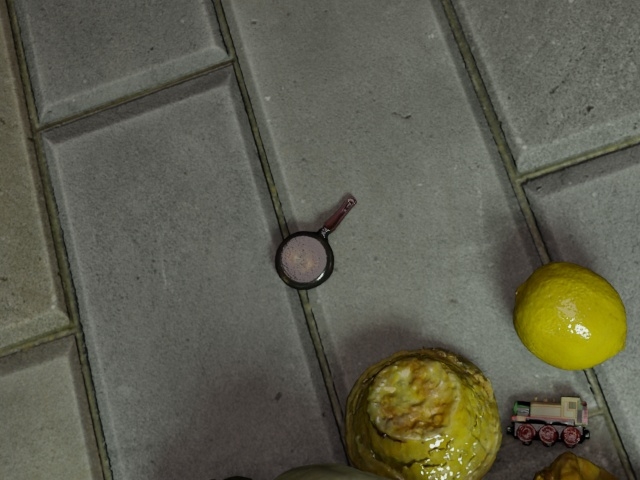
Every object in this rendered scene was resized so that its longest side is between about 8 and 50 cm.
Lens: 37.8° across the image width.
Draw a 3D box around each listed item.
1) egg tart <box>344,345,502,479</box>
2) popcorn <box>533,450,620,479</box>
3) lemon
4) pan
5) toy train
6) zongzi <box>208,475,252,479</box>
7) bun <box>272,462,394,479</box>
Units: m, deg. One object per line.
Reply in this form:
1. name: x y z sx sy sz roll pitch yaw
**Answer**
1. egg tart: 0.163 0.291 1.564 0.294 0.123 0.294 -9 50 11
2. popcorn: 0.419 0.467 1.445 0.297 0.281 0.316 -21 110 -2
3. lemon: 0.422 0.129 1.576 0.203 0.178 0.178 30 81 7
4. pan: 0.000 -0.001 1.768 0.115 0.040 0.212 37 83 13
5. toy train: 0.388 0.308 1.595 0.137 0.050 0.087 1 69 12
6. zongzi: -0.056 0.575 1.552 0.392 0.174 0.356 5 64 -7
7. bun: 0.064 0.472 1.404 0.361 0.361 0.213 17 67 15
